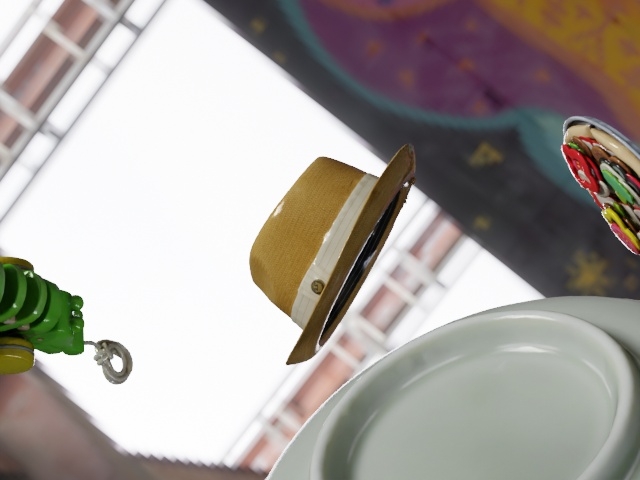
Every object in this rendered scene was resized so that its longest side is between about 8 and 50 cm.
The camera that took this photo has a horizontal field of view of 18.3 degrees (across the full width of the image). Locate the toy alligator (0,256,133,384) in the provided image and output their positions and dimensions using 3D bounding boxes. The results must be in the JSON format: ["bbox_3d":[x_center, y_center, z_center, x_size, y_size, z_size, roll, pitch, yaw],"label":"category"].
[{"bbox_3d":[-0.149,0.037,1.026,0.190,0.051,0.056,23,-125,-46],"label":"toy alligator"}]

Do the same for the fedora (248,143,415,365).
[{"bbox_3d":[0.000,0.000,1.491,0.079,0.194,0.194,30,-172,7],"label":"fedora"}]

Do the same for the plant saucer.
[{"bbox_3d":[0.107,0.148,1.228,0.100,0.400,0.400,62,175,-32],"label":"plant saucer"}]

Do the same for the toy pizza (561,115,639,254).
[{"bbox_3d":[0.300,-0.037,1.936,0.201,0.032,0.201,49,170,11],"label":"toy pizza"}]
